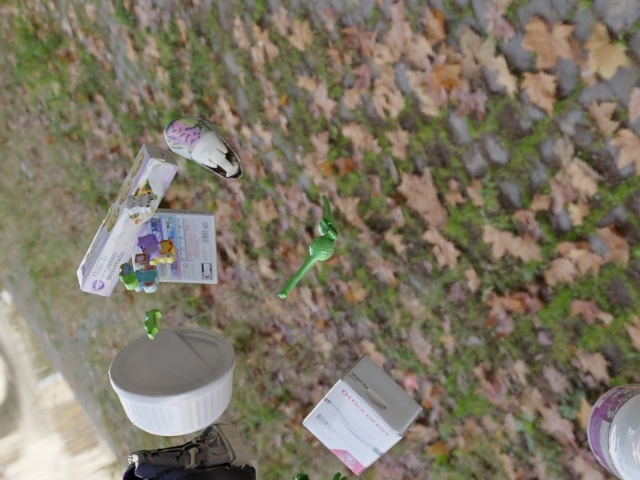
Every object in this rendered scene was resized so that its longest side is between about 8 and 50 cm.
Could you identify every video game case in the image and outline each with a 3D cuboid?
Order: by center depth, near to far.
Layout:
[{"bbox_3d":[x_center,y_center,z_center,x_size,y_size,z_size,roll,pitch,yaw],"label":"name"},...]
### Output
[{"bbox_3d":[-0.332,0.014,2.020,0.023,0.193,0.212,-89,2,-47],"label":"video game case"}]

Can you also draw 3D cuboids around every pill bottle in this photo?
[{"bbox_3d":[0.530,0.314,1.407,0.169,0.169,0.301,63,-178,8],"label":"pill bottle"}]

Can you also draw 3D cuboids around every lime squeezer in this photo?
[{"bbox_3d":[0.000,0.000,2.058,0.058,0.310,0.110,32,144,-14],"label":"lime squeezer"}]

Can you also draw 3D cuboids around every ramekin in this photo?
[{"bbox_3d":[-0.316,0.313,1.962,0.273,0.272,0.127,33,135,51],"label":"ramekin"}]

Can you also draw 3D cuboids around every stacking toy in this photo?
[{"bbox_3d":[-0.312,0.042,1.630,0.167,0.052,0.221,77,-173,-50],"label":"stacking toy"}]

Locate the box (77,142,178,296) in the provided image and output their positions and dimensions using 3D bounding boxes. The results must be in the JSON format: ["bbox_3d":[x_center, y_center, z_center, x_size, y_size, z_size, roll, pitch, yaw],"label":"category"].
[{"bbox_3d":[-0.379,-0.037,1.746,0.324,0.063,0.067,-57,36,21],"label":"box"}]

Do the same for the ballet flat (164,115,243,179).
[{"bbox_3d":[-0.182,-0.149,1.508,0.079,0.077,0.221,44,-175,19],"label":"ballet flat"}]

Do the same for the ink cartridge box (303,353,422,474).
[{"bbox_3d":[0.056,0.238,1.213,0.109,0.063,0.150,43,141,8],"label":"ink cartridge box"}]

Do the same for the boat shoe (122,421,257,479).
[{"bbox_3d":[-0.190,0.312,1.217,0.340,0.158,0.127,151,125,-73],"label":"boat shoe"}]

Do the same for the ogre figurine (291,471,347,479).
[{"bbox_3d":[-0.025,0.468,1.607,0.097,0.197,0.118,67,151,12],"label":"ogre figurine"}]
